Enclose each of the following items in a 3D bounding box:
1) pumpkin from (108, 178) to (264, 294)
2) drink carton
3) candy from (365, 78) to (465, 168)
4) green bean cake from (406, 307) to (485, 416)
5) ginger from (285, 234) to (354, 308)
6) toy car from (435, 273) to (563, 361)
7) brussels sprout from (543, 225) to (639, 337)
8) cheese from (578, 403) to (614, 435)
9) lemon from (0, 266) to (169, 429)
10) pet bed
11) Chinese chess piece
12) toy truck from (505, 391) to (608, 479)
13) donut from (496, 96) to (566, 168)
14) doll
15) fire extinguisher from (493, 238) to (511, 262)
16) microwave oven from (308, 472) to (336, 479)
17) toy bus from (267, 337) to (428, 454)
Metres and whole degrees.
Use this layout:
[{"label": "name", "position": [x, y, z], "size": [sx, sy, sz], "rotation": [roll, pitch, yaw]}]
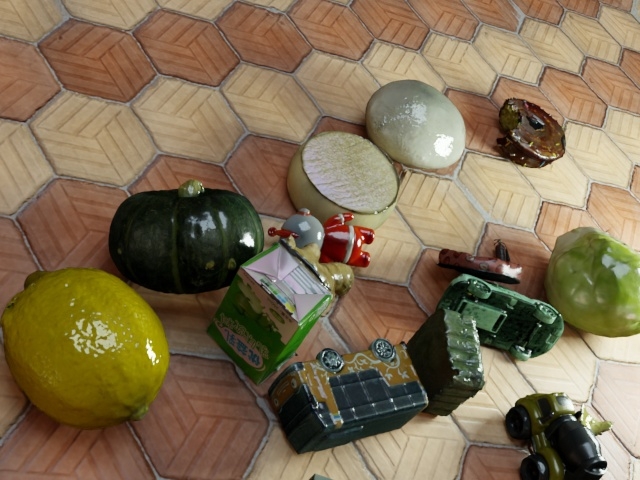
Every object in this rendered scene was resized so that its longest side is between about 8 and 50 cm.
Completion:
[{"label": "pumpkin", "position": [-0.251, -0.012, 1.635], "size": [0.300, 0.208, 0.300], "rotation": [2, 9, 0]}, {"label": "drink carton", "position": [-0.095, 0.139, 1.602], "size": [0.161, 0.271, 0.108], "rotation": [45, 52, 10]}, {"label": "candy", "position": [0.252, -0.306, 2.224], "size": [0.295, 0.185, 0.296], "rotation": [15, 43, -15]}, {"label": "green bean cake", "position": [0.258, 0.254, 1.771], "size": [0.094, 0.173, 0.181], "rotation": [14, 47, -21]}, {"label": "ginger", "position": [-0.023, 0.073, 1.757], "size": [0.081, 0.333, 0.148], "rotation": [26, 81, 31]}, {"label": "toy car", "position": [0.402, 0.165, 1.958], "size": [0.305, 0.136, 0.125], "rotation": [18, 26, -17]}, {"label": "brussels sprout", "position": [0.684, 0.099, 2.085], "size": [0.273, 0.243, 0.317], "rotation": [-17, 60, -45]}, {"label": "cheese", "position": [0.618, 0.415, 1.930], "size": [0.084, 0.042, 0.060], "rotation": [20, 37, 8]}, {"label": "lemon", "position": [-0.393, 0.174, 1.431], "size": [0.320, 0.245, 0.245], "rotation": [45, 46, 13]}, {"label": "pet bed", "position": [0.368, 0.062, 1.993], "size": [0.201, 0.201, 0.054], "rotation": [13, 87, -20]}, {"label": "Chinese chess piece", "position": [0.054, -0.136, 2.023], "size": [0.269, 0.112, 0.270], "rotation": [14, 49, -17]}, {"label": "toy truck", "position": [0.500, 0.410, 1.781], "size": [0.147, 0.165, 0.224], "rotation": [4, 52, -25]}, {"label": "donut", "position": [0.601, -0.302, 2.473], "size": [0.216, 0.096, 0.230], "rotation": [12, 49, -23]}, {"label": "doll", "position": [0.000, 0.000, 1.892], "size": [0.244, 0.076, 0.143], "rotation": [9, 90, -16]}, {"label": "fire extinguisher", "position": [0.463, 0.037, 2.162], "size": [0.046, 0.032, 0.100], "rotation": [10, 55, -8]}, {"label": "microwave oven", "position": [0.015, 0.528, 1.447], "size": [0.162, 0.122, 0.208], "rotation": [21, 46, -12]}, {"label": "toy bus", "position": [0.054, 0.300, 1.649], "size": [0.275, 0.138, 0.167], "rotation": [-4, 58, -34]}]
